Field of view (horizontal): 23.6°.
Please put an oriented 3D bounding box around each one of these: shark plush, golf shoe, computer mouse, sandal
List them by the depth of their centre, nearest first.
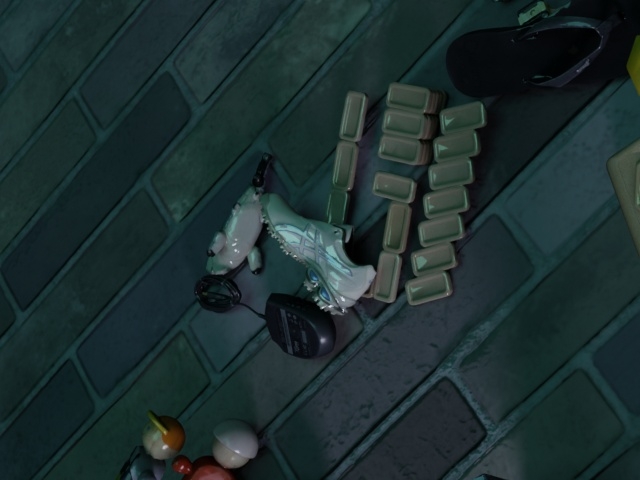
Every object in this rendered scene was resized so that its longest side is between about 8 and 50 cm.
[{"bbox_3d":[0.247,-0.200,1.622,0.254,0.054,0.097,-16,101,33],"label":"sandal"},{"bbox_3d":[0.000,0.000,1.777,0.086,0.069,0.176,-41,69,11],"label":"golf shoe"},{"bbox_3d":[-0.065,0.083,1.839,0.242,0.041,0.071,20,129,42],"label":"computer mouse"},{"bbox_3d":[-0.103,-0.033,1.881,0.067,0.073,0.161,-158,78,-69],"label":"shark plush"}]

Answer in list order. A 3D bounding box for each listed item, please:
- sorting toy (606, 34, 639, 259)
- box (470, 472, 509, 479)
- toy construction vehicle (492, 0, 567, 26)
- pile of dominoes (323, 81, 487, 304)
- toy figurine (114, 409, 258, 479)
[{"bbox_3d":[0.354,-0.069,1.477,0.229,0.041,0.307,-41,60,53],"label":"sorting toy"},{"bbox_3d":[0.211,0.324,1.455,0.059,0.233,0.183,-30,64,19],"label":"box"},{"bbox_3d":[0.240,-0.272,1.684,0.098,0.035,0.086,-33,52,25],"label":"toy construction vehicle"},{"bbox_3d":[0.098,-0.051,1.756,0.196,0.040,0.251,15,98,37],"label":"pile of dominoes"},{"bbox_3d":[-0.113,0.292,1.724,0.213,0.209,0.148,38,98,35],"label":"toy figurine"}]
